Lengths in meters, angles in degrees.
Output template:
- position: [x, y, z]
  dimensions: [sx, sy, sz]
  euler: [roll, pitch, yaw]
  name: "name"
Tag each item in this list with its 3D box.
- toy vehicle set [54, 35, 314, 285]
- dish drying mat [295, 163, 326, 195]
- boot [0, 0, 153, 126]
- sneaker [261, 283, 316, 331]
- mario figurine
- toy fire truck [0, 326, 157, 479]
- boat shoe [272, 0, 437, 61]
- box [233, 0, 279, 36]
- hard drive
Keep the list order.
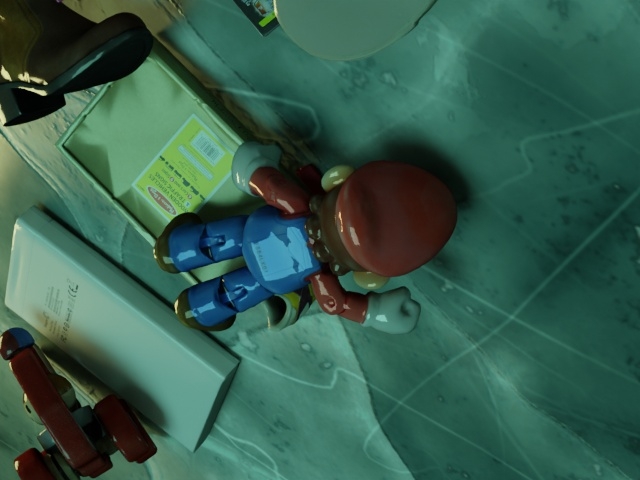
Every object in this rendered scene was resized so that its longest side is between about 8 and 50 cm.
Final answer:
- position: [-0.146, -0.071, 1.560]
  dimensions: [0.267, 0.035, 0.166]
  euler: [45, 111, 1]
  name: "toy vehicle set"
- position: [0.006, -0.047, 1.544]
  dimensions: [0.083, 0.008, 0.032]
  euler: [51, 144, -13]
  name: "dish drying mat"
- position: [-0.302, -0.288, 1.514]
  dimensions: [0.264, 0.096, 0.280]
  euler: [-17, 91, 53]
  name: "boot"
- position: [-0.060, 0.016, 1.607]
  dimensions: [0.069, 0.084, 0.185]
  euler: [0, 127, 44]
  name: "sneaker"
- position: [0.000, 0.000, 1.472]
  dimensions: [0.320, 0.170, 0.198]
  euler: [-15, 134, 29]
  name: "mario figurine"
- position: [-0.376, 0.244, 2.033]
  dimensions: [0.254, 0.169, 0.302]
  euler: [54, 172, 7]
  name: "toy fire truck"
- position: [0.095, -0.275, 1.087]
  dimensions: [0.127, 0.158, 0.340]
  euler: [45, 139, -3]
  name: "boat shoe"
- position: [-0.037, -0.327, 1.255]
  dimensions: [0.216, 0.060, 0.270]
  euler: [49, 144, -9]
  name: "box"
- position: [-0.282, 0.126, 1.965]
  dimensions: [0.353, 0.047, 0.233]
  euler: [37, 144, 9]
  name: "hard drive"
